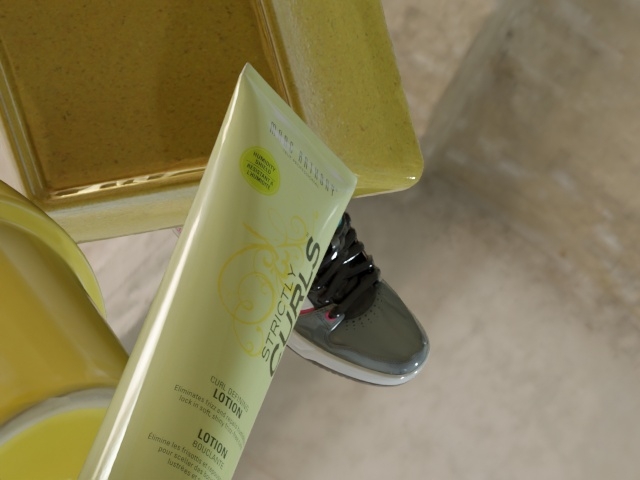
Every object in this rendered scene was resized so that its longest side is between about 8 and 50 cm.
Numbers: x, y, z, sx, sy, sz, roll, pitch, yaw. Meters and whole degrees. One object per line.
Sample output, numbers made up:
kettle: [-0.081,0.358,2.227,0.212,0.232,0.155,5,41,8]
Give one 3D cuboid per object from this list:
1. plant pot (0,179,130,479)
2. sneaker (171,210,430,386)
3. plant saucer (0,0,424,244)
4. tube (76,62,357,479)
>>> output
plant pot: [-0.202,0.101,0.872,0.254,0.254,0.239,-24,-145,-31]
sneaker: [0.000,0.000,1.427,0.295,0.178,0.124,38,-121,1]
plant saucer: [-0.127,-0.156,1.137,0.081,0.333,0.332,-49,-53,-63]
tube: [-0.045,0.035,0.723,0.062,0.070,0.240,17,-123,7]
